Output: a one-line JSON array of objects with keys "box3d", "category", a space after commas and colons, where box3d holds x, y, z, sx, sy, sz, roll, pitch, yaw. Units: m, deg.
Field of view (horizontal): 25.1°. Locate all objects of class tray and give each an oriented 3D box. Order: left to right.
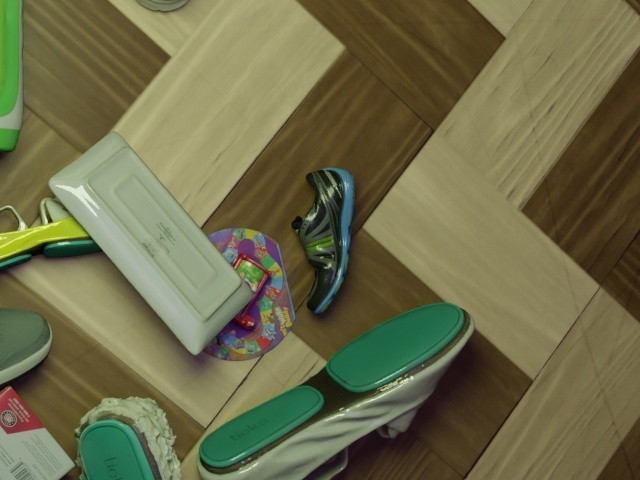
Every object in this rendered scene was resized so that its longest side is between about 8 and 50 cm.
[{"box3d": [-0.193, -0.004, 1.728, 0.270, 0.030, 0.145, 50, 43, -6], "category": "tray"}]

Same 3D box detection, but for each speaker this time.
[{"box3d": [-0.404, -0.251, 1.650, 0.131, 0.131, 0.297, 0, 91, -21], "category": "speaker"}]

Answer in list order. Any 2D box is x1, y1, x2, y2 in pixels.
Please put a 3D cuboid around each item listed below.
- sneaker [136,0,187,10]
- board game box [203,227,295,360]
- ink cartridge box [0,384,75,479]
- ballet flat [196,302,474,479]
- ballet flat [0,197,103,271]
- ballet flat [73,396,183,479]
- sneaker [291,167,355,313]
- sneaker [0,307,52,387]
[{"box3d": [-0.256, -0.393, 1.702, 0.297, 0.129, 0.111, 35, 81, -16], "category": "sneaker"}, {"box3d": [-0.098, 0.068, 1.818, 0.133, 0.033, 0.169, -14, 96, -20], "category": "board game box"}, {"box3d": [-0.399, 0.269, 1.686, 0.175, 0.072, 0.127, -40, 104, -16], "category": "ink cartridge box"}, {"box3d": [0.030, 0.221, 1.832, 0.400, 0.139, 0.139, -30, 101, -13], "category": "ballet flat"}, {"box3d": [-0.341, -0.008, 1.708, 0.231, 0.077, 0.077, -14, 82, -18], "category": "ballet flat"}, {"box3d": [-0.186, 0.377, 1.738, 0.147, 0.147, 0.409, -13, 96, -20], "category": "ballet flat"}, {"box3d": [0.000, 0.000, 1.846, 0.078, 0.067, 0.188, 5, 91, 1], "category": "sneaker"}, {"box3d": [-0.427, 0.077, 1.599, 0.295, 0.124, 0.178, -9, 136, -34], "category": "sneaker"}]
